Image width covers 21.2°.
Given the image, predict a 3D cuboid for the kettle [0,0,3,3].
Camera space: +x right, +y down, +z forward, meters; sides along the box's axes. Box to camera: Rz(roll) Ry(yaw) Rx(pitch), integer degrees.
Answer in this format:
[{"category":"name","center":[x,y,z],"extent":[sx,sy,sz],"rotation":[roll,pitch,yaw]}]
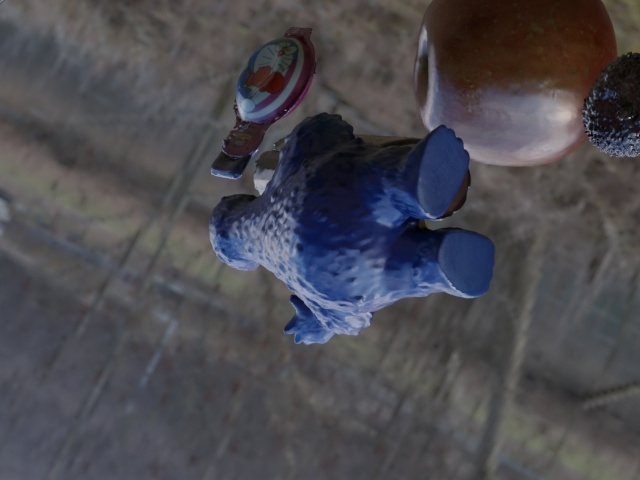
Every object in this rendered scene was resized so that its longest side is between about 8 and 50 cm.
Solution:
[{"category":"kettle","center":[-0.277,-0.303,1.195],"extent":[0.207,0.250,0.271],"rotation":[-3,-153,1]}]

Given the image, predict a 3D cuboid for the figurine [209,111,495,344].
[{"category":"figurine","center":[0.002,-0.008,1.248],"extent":[0.121,0.164,0.262],"rotation":[-18,178,-40]}]

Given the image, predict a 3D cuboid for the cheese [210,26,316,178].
[{"category":"cheese","center":[-0.048,-0.115,1.425],"extent":[0.038,0.145,0.095],"rotation":[34,166,-35]}]

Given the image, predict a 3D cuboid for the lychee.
[{"category":"lychee","center":[0.212,-0.093,1.177],"extent":[0.067,0.068,0.083],"rotation":[-18,-167,31]}]

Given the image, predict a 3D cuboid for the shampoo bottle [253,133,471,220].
[{"category":"shampoo bottle","center":[0.046,-0.065,1.737],"extent":[0.129,0.084,0.323],"rotation":[-13,-170,-24]}]

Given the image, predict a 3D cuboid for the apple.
[{"category":"apple","center":[0.167,-0.151,1.497],"extent":[0.168,0.181,0.181],"rotation":[-1,-178,-9]}]
